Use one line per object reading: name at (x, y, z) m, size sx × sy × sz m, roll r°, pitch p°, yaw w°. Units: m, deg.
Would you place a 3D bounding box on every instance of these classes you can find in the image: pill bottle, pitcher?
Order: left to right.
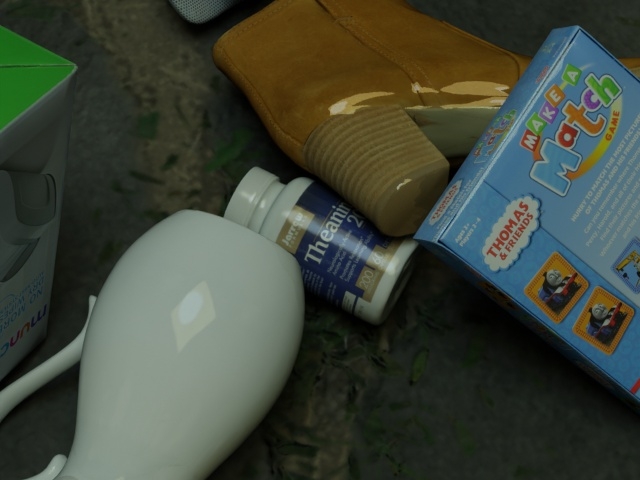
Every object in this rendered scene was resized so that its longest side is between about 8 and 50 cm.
pitcher at (-0.114, 0.083, 1.027) m, size 0.178 × 0.125 × 0.207 m, roll 19°, pitch 76°, yaw 23°
pill bottle at (0.000, 0.000, 1.089) m, size 0.120 × 0.067 × 0.067 m, roll 27°, pitch 67°, yaw 10°

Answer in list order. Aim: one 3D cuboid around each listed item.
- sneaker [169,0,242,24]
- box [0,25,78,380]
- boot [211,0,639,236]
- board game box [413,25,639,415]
sneaker at (-0.131, -0.266, 1.125) m, size 0.366 × 0.137 × 0.210 m, roll -6°, pitch 66°, yaw -33°
box at (-0.268, 0.025, 0.932) m, size 0.127 × 0.231 × 0.262 m, roll 28°, pitch 43°, yaw 14°
boot at (0.094, -0.119, 1.136) m, size 0.295 × 0.104 × 0.211 m, roll -18°, pitch 49°, yaw -26°
board game box at (0.183, -0.005, 1.042) m, size 0.211 × 0.039 × 0.160 m, roll 38°, pitch 80°, yaw -20°
